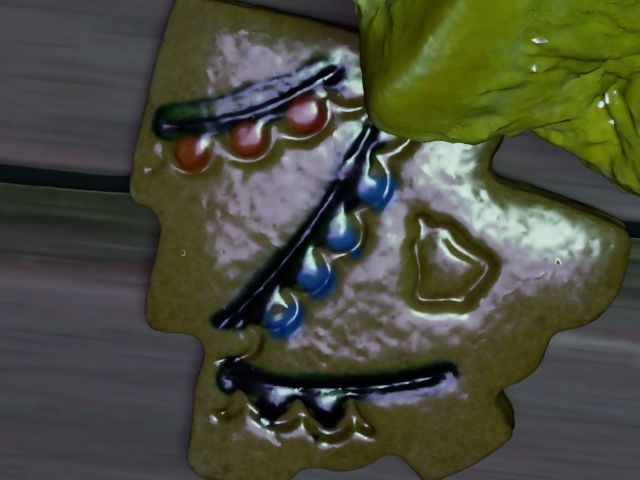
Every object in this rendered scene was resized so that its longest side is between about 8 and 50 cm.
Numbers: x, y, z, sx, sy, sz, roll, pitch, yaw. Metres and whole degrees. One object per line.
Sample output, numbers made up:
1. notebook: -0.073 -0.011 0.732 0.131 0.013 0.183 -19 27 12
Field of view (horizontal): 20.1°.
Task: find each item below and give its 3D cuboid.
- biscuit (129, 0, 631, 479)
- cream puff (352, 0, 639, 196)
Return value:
1. biscuit: 0.000 0.000 0.980 0.278 0.043 0.301 -34 98 15
2. cream puff: 0.150 -0.126 0.769 0.274 0.270 0.323 44 141 5
